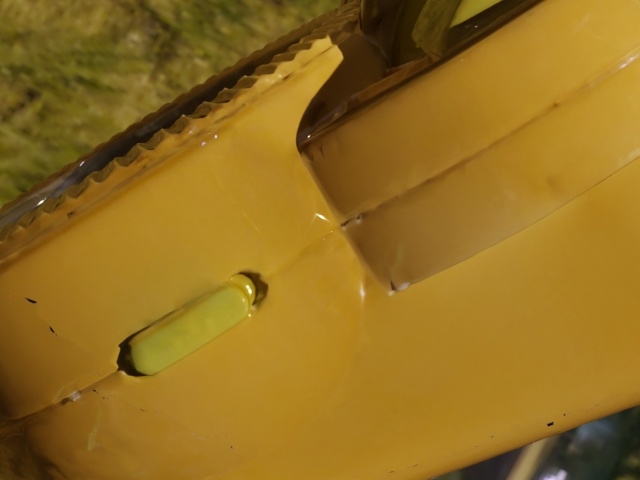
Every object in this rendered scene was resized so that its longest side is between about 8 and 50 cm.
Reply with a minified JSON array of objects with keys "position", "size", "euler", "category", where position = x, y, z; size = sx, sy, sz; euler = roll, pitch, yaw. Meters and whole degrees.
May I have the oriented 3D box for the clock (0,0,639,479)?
[{"position":[0.000,0.000,0.567],"size":[0.317,0.200,0.244],"euler":[-28,-173,1],"category":"clock"}]
